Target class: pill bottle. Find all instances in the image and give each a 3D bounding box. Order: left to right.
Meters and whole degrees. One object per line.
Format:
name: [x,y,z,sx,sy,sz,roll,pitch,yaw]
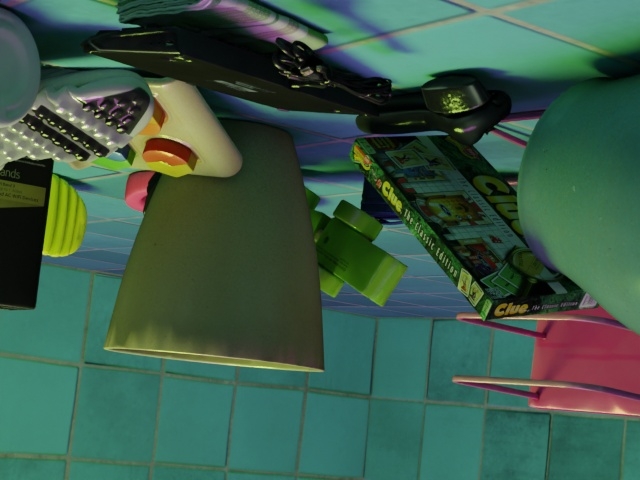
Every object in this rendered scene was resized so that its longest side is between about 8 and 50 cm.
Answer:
pill bottle: [-0.358,-0.152,1.232,0.193,0.108,0.108,1,171,31]

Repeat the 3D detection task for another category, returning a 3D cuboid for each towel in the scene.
towel: [-0.081,-0.178,1.146,0.113,0.023,0.152,1,171,40]

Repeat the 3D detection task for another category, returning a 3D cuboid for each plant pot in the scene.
plant pot: [-0.110,0.005,1.601,0.256,0.274,0.256,5,172,1]
plant pot: [0.315,-0.030,1.137,0.271,0.272,0.255,12,-175,-38]

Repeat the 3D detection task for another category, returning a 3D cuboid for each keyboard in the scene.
keyboard: [-0.041,-0.146,1.200,0.201,0.033,0.317,7,180,32]

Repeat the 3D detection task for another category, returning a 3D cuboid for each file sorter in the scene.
file sorter: [0.264,0.023,1.402,0.182,0.291,0.202,16,168,-41]

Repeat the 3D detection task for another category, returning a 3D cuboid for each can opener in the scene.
can opener: [0.107,-0.127,1.319,0.059,0.073,0.186,-35,-159,-31]

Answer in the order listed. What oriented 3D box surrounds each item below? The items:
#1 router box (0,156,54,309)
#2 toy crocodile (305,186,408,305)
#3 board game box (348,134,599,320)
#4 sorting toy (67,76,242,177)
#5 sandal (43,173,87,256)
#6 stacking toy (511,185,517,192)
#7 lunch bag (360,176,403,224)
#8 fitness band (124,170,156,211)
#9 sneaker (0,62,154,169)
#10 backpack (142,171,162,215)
router box: [-0.449,-0.062,1.479,0.309,0.243,0.081,11,171,-31]
toy crocodile: [0.000,0.000,1.808,0.105,0.115,0.340,32,177,-41]
board game box: [0.145,-0.020,1.306,0.136,0.030,0.260,-3,-142,-33]
sorting toy: [-0.209,-0.117,1.459,0.208,0.038,0.193,2,154,19]
sandal: [-0.493,-0.059,2.071,0.138,0.126,0.317,4,165,44]
stacking toy: [0.395,0.037,1.702,0.480,0.351,0.350,24,175,8]
lunch bag: [0.098,-0.053,1.797,0.098,0.065,0.067,0,171,34]
fitness band: [-0.148,-0.053,2.048,0.291,0.054,0.209,9,172,-18]
sneaker: [-0.285,-0.135,1.327,0.292,0.118,0.110,-8,149,30]
backpack: [-0.120,-0.056,1.766,0.182,0.115,0.152,1,-177,28]
